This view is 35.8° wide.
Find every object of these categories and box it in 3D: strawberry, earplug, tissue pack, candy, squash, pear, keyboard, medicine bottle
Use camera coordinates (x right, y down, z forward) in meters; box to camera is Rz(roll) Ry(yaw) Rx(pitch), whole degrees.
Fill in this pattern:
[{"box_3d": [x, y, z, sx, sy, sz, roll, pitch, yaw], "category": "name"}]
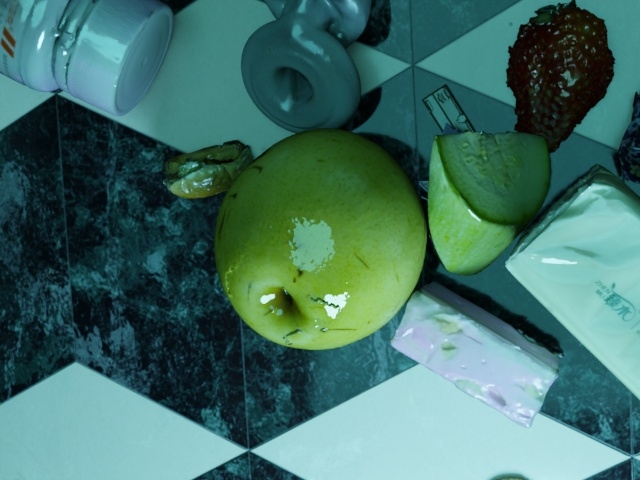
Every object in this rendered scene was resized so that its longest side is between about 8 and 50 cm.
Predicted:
[{"box_3d": [0.377, -0.259, 1.559, 0.175, 0.106, 0.236, -10, 93, 15], "category": "strawberry"}, {"box_3d": [-0.014, -0.332, 1.630, 0.214, 0.175, 0.326, 17, 108, 18], "category": "earplug"}, {"box_3d": [0.476, 0.082, 1.467, 0.380, 0.297, 0.207, 44, 107, 5], "category": "tissue pack"}, {"box_3d": [0.253, 0.178, 1.602, 0.265, 0.155, 0.116, 31, 104, 10], "category": "candy"}, {"box_3d": [0.240, -0.055, 1.547, 0.155, 0.236, 0.204, -20, 76, 57], "category": "squash"}, {"box_3d": [0.000, 0.000, 1.559, 0.348, 0.348, 0.349, 1, 95, 14], "category": "pear"}, {"box_3d": [0.223, -0.194, 1.651, 0.049, 0.015, 0.129, -33, 87, 20], "category": "keyboard"}, {"box_3d": [-0.439, -0.372, 1.678, 0.324, 0.256, 0.256, 28, 101, 3], "category": "medicine bottle"}]

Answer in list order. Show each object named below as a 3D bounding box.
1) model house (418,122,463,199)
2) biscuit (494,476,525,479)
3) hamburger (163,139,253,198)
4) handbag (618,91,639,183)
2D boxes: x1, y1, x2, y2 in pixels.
[{"box_3d": [0.215, -0.105, 1.602, 0.088, 0.117, 0.167, 23, 111, 14], "category": "model house"}, {"box_3d": [0.325, 0.459, 1.680, 0.120, 0.015, 0.120, 2, 96, 14], "category": "biscuit"}, {"box_3d": [-0.208, -0.112, 1.723, 0.176, 0.102, 0.087, -10, 104, 14], "category": "hamburger"}, {"box_3d": [0.573, -0.169, 1.474, 0.228, 0.127, 0.208, 9, 58, 21], "category": "handbag"}]
